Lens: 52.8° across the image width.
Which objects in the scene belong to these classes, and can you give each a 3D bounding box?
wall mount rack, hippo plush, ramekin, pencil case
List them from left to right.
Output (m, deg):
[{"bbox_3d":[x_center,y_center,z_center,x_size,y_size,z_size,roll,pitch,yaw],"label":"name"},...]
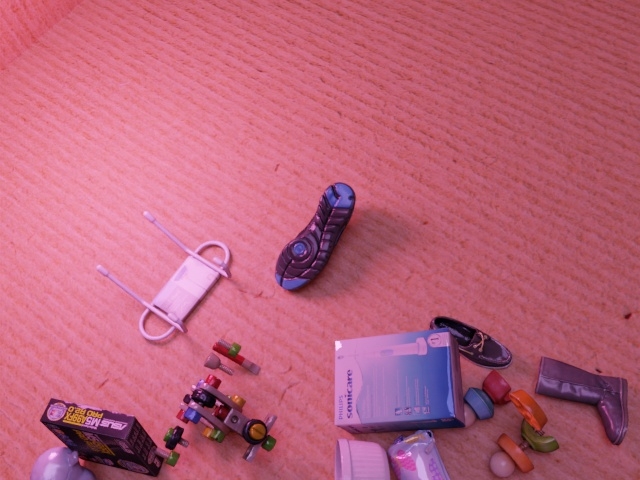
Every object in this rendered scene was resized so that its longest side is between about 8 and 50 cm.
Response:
[{"bbox_3d":[-0.673,0.614,1.533,0.234,0.294,0.236,-15,36,33],"label":"hippo plush"},{"bbox_3d":[-0.433,0.092,1.819,0.304,0.130,0.350,29,69,20],"label":"wall mount rack"},{"bbox_3d":[0.095,0.562,1.479,0.109,0.207,0.207,0,62,-4],"label":"ramekin"},{"bbox_3d":[0.262,0.580,1.494,0.124,0.113,0.273,-33,63,14],"label":"pencil case"}]

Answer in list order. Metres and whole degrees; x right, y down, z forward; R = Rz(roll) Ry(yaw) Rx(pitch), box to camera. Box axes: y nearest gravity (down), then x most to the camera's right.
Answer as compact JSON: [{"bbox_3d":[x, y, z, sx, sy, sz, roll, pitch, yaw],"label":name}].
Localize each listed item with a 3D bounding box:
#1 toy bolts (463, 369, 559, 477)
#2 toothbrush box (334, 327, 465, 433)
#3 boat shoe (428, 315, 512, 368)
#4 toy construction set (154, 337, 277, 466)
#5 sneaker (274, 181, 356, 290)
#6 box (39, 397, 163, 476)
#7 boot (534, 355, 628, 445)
[{"bbox_3d":[0.416,0.427,1.523,0.158,0.218,0.228,-36,46,-5],"label":"toy bolts"},{"bbox_3d":[0.189,0.348,1.577,0.295,0.126,0.216,-10,60,19],"label":"toothbrush box"},{"bbox_3d":[0.389,0.264,1.670,0.228,0.068,0.081,22,67,17],"label":"boat shoe"},{"bbox_3d":[-0.214,0.417,1.610,0.237,0.257,0.309,30,43,-7],"label":"toy construction set"},{"bbox_3d":[0.000,0.000,1.832,0.125,0.139,0.341,36,90,12],"label":"sneaker"},{"bbox_3d":[-0.515,0.477,1.547,0.216,0.270,0.060,10,54,11],"label":"box"},{"bbox_3d":[0.634,0.387,1.576,0.208,0.076,0.189,14,51,6],"label":"boot"}]
